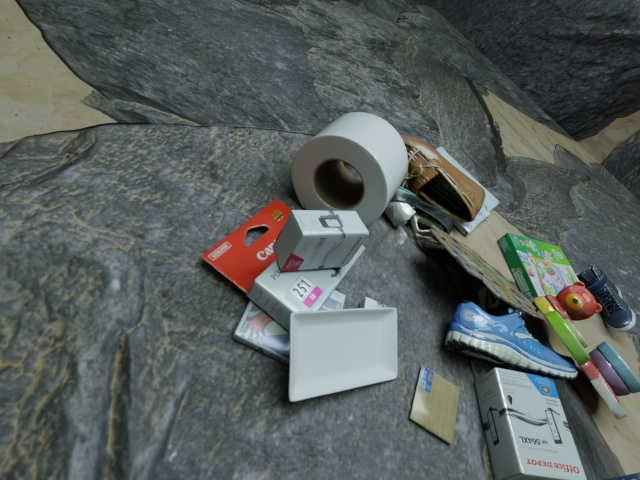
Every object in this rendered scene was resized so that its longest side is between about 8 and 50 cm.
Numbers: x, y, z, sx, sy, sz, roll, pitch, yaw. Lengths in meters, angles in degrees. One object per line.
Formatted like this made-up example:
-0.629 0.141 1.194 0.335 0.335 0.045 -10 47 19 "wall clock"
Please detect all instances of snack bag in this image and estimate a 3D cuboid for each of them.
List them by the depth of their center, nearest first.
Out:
0.458 -0.189 1.389 0.343 0.037 0.323 -27 69 -43 "snack bag"

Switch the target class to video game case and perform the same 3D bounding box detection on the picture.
-0.051 0.146 0.795 0.184 0.023 0.201 28 44 -7 "video game case"

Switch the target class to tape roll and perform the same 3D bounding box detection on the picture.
0.074 -0.170 0.989 0.246 0.246 0.169 37 44 2 "tape roll"

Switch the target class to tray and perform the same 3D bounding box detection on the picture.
0.046 0.199 0.747 0.271 0.030 0.145 6 81 -40 "tray"

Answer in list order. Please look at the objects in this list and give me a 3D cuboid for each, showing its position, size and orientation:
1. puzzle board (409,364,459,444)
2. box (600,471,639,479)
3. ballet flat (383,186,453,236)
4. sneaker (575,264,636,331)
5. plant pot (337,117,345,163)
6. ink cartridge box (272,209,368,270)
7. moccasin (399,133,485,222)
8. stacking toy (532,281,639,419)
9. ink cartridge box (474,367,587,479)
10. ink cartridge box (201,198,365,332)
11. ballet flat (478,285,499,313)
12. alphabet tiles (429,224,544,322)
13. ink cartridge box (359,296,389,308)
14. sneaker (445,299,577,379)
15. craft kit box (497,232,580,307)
0.232 0.329 0.816 0.096 0.011 0.128 32 43 -1 "puzzle board"
0.602 0.523 0.745 0.233 0.183 0.059 30 43 -6 "box"
0.258 -0.076 1.132 0.281 0.095 0.096 21 57 -15 "ballet flat"
0.898 0.175 1.289 0.163 0.086 0.226 42 33 -8 "sneaker"
0.082 -0.286 1.202 0.134 0.095 0.134 17 47 -19 "plant pot"
0.000 0.000 0.775 0.151 0.109 0.063 -2 50 -34 "ink cartridge box"
0.309 -0.185 1.211 0.380 0.139 0.147 39 51 -3 "moccasin"
0.671 0.251 0.974 0.308 0.130 0.280 60 19 15 "stacking toy"
0.417 0.380 0.818 0.148 0.085 0.203 13 46 -11 "ink cartridge box"
-0.062 0.024 0.839 0.239 0.060 0.275 39 43 4 "ink cartridge box"
0.440 0.180 1.042 0.057 0.052 0.168 22 45 -12 "ballet flat"
0.427 0.080 1.044 0.343 0.011 0.285 25 22 -34 "alphabet tiles"
0.113 0.182 0.858 0.063 0.029 0.115 24 44 -12 "ink cartridge box"
0.451 0.226 0.929 0.330 0.130 0.147 23 66 -12 "sneaker"
0.705 0.107 1.268 0.247 0.061 0.249 14 47 -24 "craft kit box"
